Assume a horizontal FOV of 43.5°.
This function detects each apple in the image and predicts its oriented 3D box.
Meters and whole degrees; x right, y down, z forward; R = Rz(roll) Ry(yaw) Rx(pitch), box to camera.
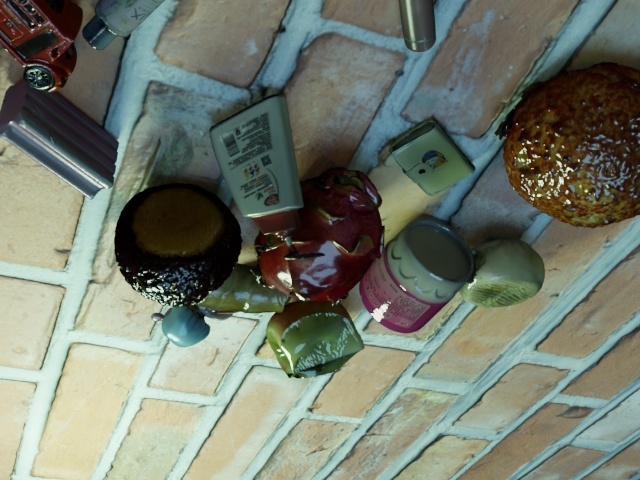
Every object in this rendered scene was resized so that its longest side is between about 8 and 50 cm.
[{"bbox_3d":[-0.016,0.217,1.817,0.188,0.174,0.207,-28,136,-15],"label":"apple"}]

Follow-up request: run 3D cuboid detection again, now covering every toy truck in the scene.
[{"bbox_3d":[-0.433,-0.338,1.158,0.114,0.108,0.253,-21,137,18],"label":"toy truck"}]

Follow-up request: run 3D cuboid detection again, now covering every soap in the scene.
[{"bbox_3d":[-0.435,-0.172,1.344,0.065,0.122,0.203,-28,134,23],"label":"soap"}]

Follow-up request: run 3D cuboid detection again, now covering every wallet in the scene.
[{"bbox_3d":[0.208,-0.154,1.506,0.110,0.039,0.155,-30,134,22],"label":"wallet"}]

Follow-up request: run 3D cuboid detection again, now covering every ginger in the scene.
[{"bbox_3d":[-0.187,0.092,1.648,0.262,0.109,0.117,10,114,-16],"label":"ginger"}]

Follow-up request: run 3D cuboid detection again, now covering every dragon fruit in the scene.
[{"bbox_3d":[-0.003,0.002,1.512,0.315,0.250,0.250,-37,132,17],"label":"dragon fruit"}]

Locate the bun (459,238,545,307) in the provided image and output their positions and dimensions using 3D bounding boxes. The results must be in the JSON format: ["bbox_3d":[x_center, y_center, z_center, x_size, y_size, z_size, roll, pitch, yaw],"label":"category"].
[{"bbox_3d":[0.374,0.062,1.705,0.193,0.128,0.178,16,148,-40],"label":"bun"}]

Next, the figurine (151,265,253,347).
[{"bbox_3d":[-0.247,0.135,1.744,0.260,0.103,0.205,-29,137,11],"label":"figurine"}]

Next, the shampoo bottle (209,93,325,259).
[{"bbox_3d":[-0.082,-0.091,1.381,0.153,0.284,0.071,-22,177,19],"label":"shampoo bottle"}]

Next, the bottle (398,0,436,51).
[{"bbox_3d":[0.149,-0.360,1.244,0.053,0.053,0.140,-10,139,5],"label":"bottle"}]

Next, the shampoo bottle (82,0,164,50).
[{"bbox_3d":[-0.270,-0.361,1.183,0.214,0.072,0.072,-33,133,29],"label":"shampoo bottle"}]

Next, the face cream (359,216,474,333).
[{"bbox_3d":[0.198,0.073,1.665,0.175,0.175,0.195,14,137,-22],"label":"face cream"}]

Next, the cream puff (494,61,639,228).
[{"bbox_3d":[0.494,-0.149,1.405,0.350,0.229,0.350,-5,142,-4],"label":"cream puff"}]

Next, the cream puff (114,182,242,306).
[{"bbox_3d":[-0.266,0.013,1.492,0.239,0.239,0.165,2,141,-9],"label":"cream puff"}]
